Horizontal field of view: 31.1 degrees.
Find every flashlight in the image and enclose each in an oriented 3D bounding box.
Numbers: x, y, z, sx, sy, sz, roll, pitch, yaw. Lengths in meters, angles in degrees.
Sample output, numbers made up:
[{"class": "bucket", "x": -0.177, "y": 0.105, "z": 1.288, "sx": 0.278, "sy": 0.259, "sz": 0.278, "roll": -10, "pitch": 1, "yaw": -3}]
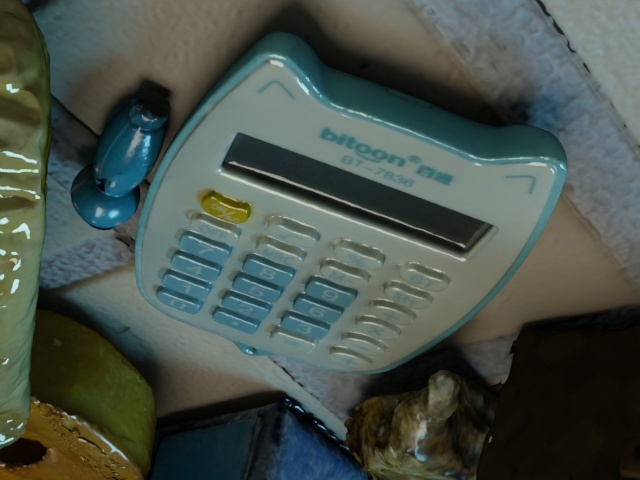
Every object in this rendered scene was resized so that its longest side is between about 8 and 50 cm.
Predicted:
[{"class": "flashlight", "x": -0.135, "y": -0.055, "z": 0.800, "sx": 0.051, "sy": 0.051, "sz": 0.129, "roll": 25, "pitch": 138, "yaw": -16}]

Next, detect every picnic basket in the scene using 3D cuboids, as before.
[{"class": "picnic basket", "x": 0.282, "y": 0.216, "z": 0.834, "sx": 0.321, "sy": 0.291, "sz": 0.254, "roll": 0, "pitch": 143, "yaw": 31}]

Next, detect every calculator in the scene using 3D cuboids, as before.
[{"class": "calculator", "x": 0.000, "y": 0.000, "z": 0.829, "sx": 0.256, "sy": 0.054, "sz": 0.386, "roll": 19, "pitch": 145, "yaw": -10}]

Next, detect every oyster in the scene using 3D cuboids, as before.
[{"class": "oyster", "x": 0.117, "y": 0.218, "z": 1.048, "sx": 0.204, "sy": 0.111, "sz": 0.396, "roll": -11, "pitch": 142, "yaw": 33}]

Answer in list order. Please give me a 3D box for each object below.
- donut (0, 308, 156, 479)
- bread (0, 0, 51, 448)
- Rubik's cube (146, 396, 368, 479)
[{"class": "donut", "x": -0.273, "y": 0.158, "z": 1.056, "sx": 0.277, "sy": 0.108, "sz": 0.277, "roll": 12, "pitch": 141, "yaw": 10}, {"class": "bread", "x": -0.275, "y": -0.011, "z": 0.765, "sx": 0.183, "sy": 0.236, "sz": 0.388, "roll": 2, "pitch": 137, "yaw": -16}, {"class": "Rubik's cube", "x": -0.094, "y": 0.380, "z": 1.146, "sx": 0.313, "sy": 0.318, "sz": 0.316, "roll": -16, "pitch": 134, "yaw": 36}]
